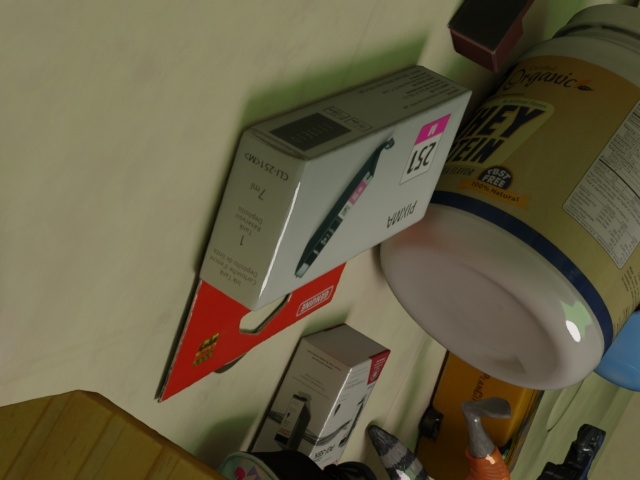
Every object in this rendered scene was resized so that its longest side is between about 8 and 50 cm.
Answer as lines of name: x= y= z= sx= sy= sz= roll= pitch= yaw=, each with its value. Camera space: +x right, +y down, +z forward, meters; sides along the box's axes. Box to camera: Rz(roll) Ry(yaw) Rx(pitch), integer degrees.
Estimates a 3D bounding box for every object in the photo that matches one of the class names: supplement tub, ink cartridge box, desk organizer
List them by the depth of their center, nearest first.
ink cartridge box: x=0.000 y=0.000 z=1.211 sx=0.275 sy=0.060 sz=0.239 roll=-28 pitch=142 yaw=-56
desk organizer: x=0.164 y=-0.211 z=1.325 sx=0.130 sy=0.047 sz=0.050 roll=-56 pitch=162 yaw=-10
ink cartridge box: x=-0.001 y=0.152 z=1.423 sx=0.099 sy=0.056 sz=0.135 roll=-14 pitch=130 yaw=-65
supplement tub: x=0.226 y=-0.044 z=1.442 sx=0.316 sy=0.228 sz=0.228 roll=-51 pitch=159 yaw=-23

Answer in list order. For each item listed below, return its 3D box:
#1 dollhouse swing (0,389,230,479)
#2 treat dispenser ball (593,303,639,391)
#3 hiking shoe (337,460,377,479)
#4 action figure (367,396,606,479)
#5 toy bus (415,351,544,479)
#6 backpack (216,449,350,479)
dollhouse swing: x=-0.167 y=0.275 z=0.763 sx=0.305 sy=0.347 sz=0.315 roll=-64 pitch=160 yaw=14
treat dispenser ball: x=0.443 y=0.057 z=2.022 sx=0.288 sy=0.288 sz=0.288 roll=-49 pitch=158 yaw=-28
hiking shoe: x=-0.002 y=0.269 z=1.541 sx=0.227 sy=0.086 sz=0.114 roll=-33 pitch=151 yaw=-50
action figure: x=0.186 y=0.307 z=1.788 sx=0.341 sy=0.178 sz=0.330 roll=-56 pitch=143 yaw=-30
toy bus: x=0.211 y=0.173 z=1.887 sx=0.130 sy=0.108 sz=0.332 roll=-39 pitch=152 yaw=-46
backpack: x=-0.056 y=0.328 z=1.299 sx=0.253 sy=0.225 sz=0.191 roll=-55 pitch=159 yaw=16
